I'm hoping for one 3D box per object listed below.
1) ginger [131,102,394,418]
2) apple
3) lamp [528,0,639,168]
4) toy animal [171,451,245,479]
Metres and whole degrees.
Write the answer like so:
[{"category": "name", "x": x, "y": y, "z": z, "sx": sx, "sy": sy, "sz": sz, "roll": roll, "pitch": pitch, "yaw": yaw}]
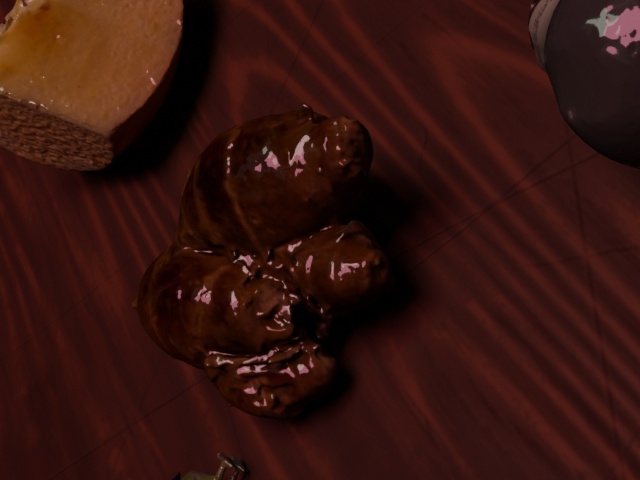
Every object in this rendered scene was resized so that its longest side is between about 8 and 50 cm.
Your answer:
[{"category": "ginger", "x": -0.054, "y": 0.014, "z": 1.304, "sx": 0.274, "sy": 0.152, "sz": 0.357, "roll": 49, "pitch": 118, "yaw": 46}, {"category": "apple", "x": -0.324, "y": -0.271, "z": 1.751, "sx": 0.314, "sy": 0.252, "sz": 0.309, "roll": -3, "pitch": 54, "yaw": 47}, {"category": "lamp", "x": 0.244, "y": -0.177, "z": 1.063, "sx": 0.182, "sy": 0.182, "sz": 0.314, "roll": -54, "pitch": 36, "yaw": 11}, {"category": "toy animal", "x": -0.091, "y": 0.262, "z": 1.307, "sx": 0.217, "sy": 0.041, "sz": 0.075, "roll": 16, "pitch": 82, "yaw": 49}]
